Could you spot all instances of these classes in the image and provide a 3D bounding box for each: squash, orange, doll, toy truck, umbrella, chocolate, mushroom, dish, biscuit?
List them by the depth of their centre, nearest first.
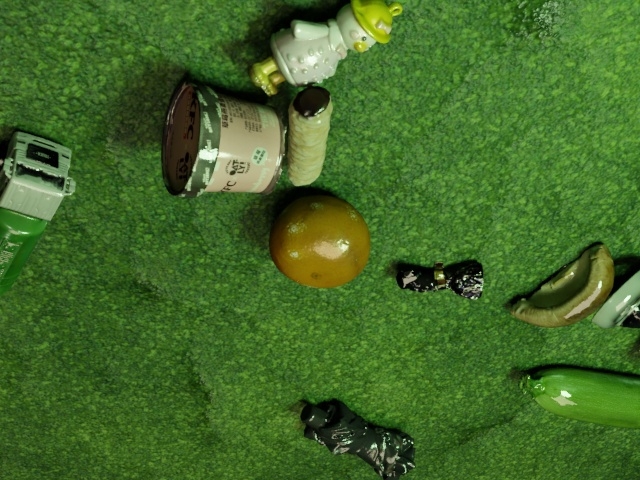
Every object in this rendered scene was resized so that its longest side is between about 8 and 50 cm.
[{"bbox_3d":[0.008,-0.249,1.231,0.207,0.081,0.129,-25,155,14],"label":"doll"},{"bbox_3d":[-0.018,-0.139,1.315,0.061,0.055,0.219,-47,168,-16],"label":"biscuit"},{"bbox_3d":[-0.431,-0.030,1.363,0.101,0.125,0.242,19,130,-27],"label":"toy truck"},{"bbox_3d":[0.000,0.000,1.474,0.156,0.124,0.156,7,148,4],"label":"orange"},{"bbox_3d":[0.199,0.062,1.633,0.147,0.070,0.072,8,147,-4],"label":"chocolate"},{"bbox_3d":[0.543,0.116,1.677,0.141,0.078,0.141,-38,159,-17],"label":"dish"},{"bbox_3d":[0.427,0.096,1.681,0.072,0.094,0.210,30,122,-31],"label":"mushroom"},{"bbox_3d":[0.567,0.313,1.931,0.395,0.107,0.107,12,134,-21],"label":"squash"},{"bbox_3d":[0.069,0.392,1.937,0.272,0.122,0.110,29,82,-30],"label":"umbrella"}]

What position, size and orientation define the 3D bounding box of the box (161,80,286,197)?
[{"bbox_3d":[-0.126,-0.127,1.299,0.135,0.151,0.151,5,137,-29],"label":"box"}]
